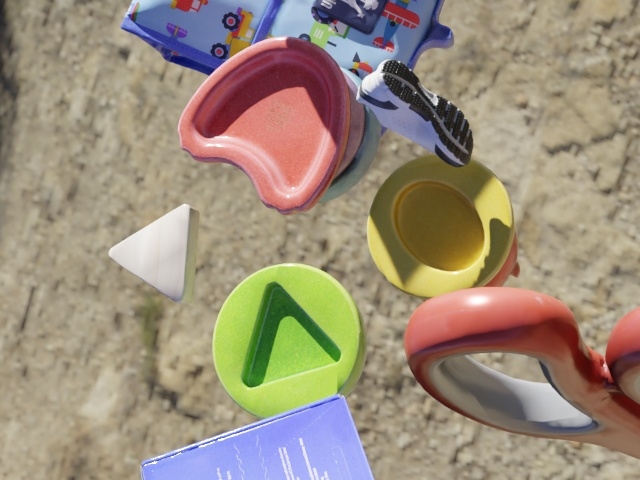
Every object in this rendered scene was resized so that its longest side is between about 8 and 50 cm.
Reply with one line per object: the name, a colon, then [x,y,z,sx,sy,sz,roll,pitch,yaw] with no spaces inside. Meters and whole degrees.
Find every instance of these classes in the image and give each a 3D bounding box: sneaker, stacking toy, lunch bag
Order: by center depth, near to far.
sneaker: [0.074,-0.095,1.071,0.043,0.109,0.040,-26,30,47]
stacking toy: [0.000,0.000,1.207,0.309,0.130,0.279,43,96,22]
lunch bag: [-0.005,-0.237,1.345,0.293,0.138,0.221,24,90,16]

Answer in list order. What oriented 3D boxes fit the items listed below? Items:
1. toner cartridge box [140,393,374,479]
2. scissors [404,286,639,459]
toner cartridge box: [-0.013,0.262,0.924,0.165,0.075,0.348,-19,37,-1]
scissors: [0.116,0.064,0.450,0.109,0.297,0.021,-6,69,21]
